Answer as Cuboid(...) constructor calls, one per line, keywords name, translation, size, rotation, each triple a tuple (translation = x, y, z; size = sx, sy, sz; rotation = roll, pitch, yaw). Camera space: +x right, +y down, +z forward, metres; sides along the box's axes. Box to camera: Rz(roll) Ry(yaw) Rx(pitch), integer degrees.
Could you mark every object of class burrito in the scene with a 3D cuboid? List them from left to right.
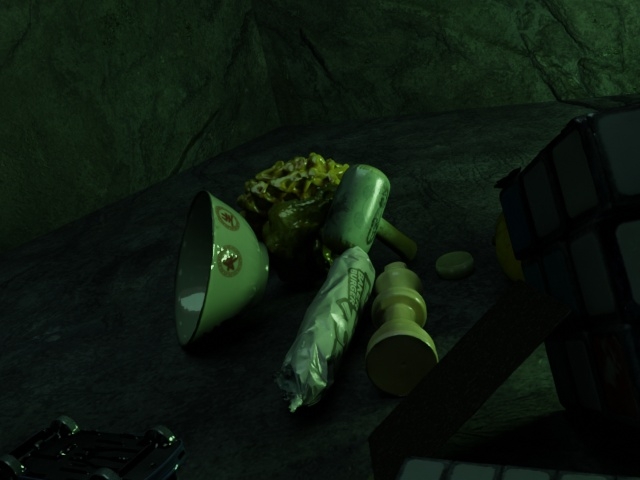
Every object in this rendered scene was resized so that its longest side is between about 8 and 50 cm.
Cuboid(name="burrito", translation=(0.008, 0.169, 1.211), size=(0.101, 0.139, 0.445), rotation=(21, 34, 7))

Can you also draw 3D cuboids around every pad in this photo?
Cuboid(name="pad", translation=(0.181, 0.188, 0.889), size=(0.330, 0.004, 0.220), rotation=(-48, 4, 5))

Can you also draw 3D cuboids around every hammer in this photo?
Cuboid(name="hammer", translation=(0.133, -0.028, 1.493), size=(0.113, 0.202, 0.305), rotation=(15, -10, 42))

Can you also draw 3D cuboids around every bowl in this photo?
Cuboid(name="bowl", translation=(-0.207, 0.068, 1.456), size=(0.157, 0.337, 0.337), rotation=(9, 12, -22))

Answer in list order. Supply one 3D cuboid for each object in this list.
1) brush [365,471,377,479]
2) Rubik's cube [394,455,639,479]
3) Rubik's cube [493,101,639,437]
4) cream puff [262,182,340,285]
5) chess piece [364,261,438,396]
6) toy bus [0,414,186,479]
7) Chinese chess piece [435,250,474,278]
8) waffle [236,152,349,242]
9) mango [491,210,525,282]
Cuboid(name="brush", translation=(-0.008, 0.357, 0.851), size=(0.266, 0.027, 0.062), rotation=(-19, 12, -15))
Cuboid(name="Rubik's cube", translation=(0.153, 0.333, 0.503), size=(0.237, 0.237, 0.238), rotation=(-3, 22, 25))
Cuboid(name="Rubik's cube", translation=(0.463, 0.025, 0.834), size=(0.363, 0.359, 0.362), rotation=(-10, -13, -1))
Cuboid(name="cream puff", translation=(0.000, -0.001, 1.539), size=(0.282, 0.282, 0.185), rotation=(-22, 57, -22))
Cuboid(name="chess piece", translation=(0.144, 0.135, 1.250), size=(0.117, 0.117, 0.397), rotation=(-10, 18, 8))
Cuboid(name="toy bus", translation=(-0.322, 0.341, 0.947), size=(0.292, 0.133, 0.125), rotation=(-5, 16, 29))
Cuboid(name="Chinese chess piece", translation=(0.295, 0.055, 1.473), size=(0.084, 0.034, 0.084), rotation=(-14, 20, 5))
Cuboid(name="waffle", translation=(-0.046, -0.082, 1.725), size=(0.324, 0.261, 0.151), rotation=(-14, 44, 0))
Cuboid(name="mango", translation=(0.487, 0.022, 1.257), size=(0.253, 0.182, 0.365), rotation=(-22, 32, -30))
